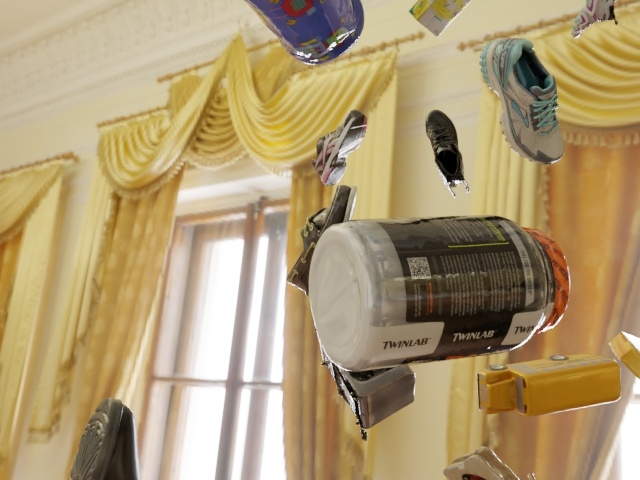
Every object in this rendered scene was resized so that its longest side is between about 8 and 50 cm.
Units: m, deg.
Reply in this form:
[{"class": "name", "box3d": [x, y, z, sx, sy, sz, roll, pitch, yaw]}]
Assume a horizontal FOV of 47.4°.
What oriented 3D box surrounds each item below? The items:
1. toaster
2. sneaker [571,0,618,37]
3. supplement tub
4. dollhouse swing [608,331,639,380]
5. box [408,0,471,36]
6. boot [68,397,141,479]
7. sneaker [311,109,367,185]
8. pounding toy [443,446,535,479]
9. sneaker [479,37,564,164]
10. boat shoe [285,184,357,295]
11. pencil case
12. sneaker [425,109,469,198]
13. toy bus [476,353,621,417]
[{"class": "toaster", "box3d": [0.075, 0.218, 1.248, 0.110, 0.168, 0.186, -25, -34, -11]}, {"class": "sneaker", "box3d": [0.488, -0.390, 1.283, 0.069, 0.038, 0.098, 30, -37, 15]}, {"class": "supplement tub", "box3d": [0.171, 0.068, 1.041, 0.338, 0.207, 0.207, -3, -11, -24]}, {"class": "dollhouse swing", "box3d": [0.536, 0.359, 1.129, 0.305, 0.315, 0.347, 34, 9, 34]}, {"class": "box", "box3d": [0.291, -0.550, 1.625, 0.179, 0.043, 0.105, -44, -31, 21]}, {"class": "boot", "box3d": [-0.270, 0.535, 1.442, 0.445, 0.367, 0.146, 20, -14, -27]}, {"class": "sneaker", "box3d": [0.028, -0.204, 1.537, 0.072, 0.077, 0.178, -13, -39, -50]}, {"class": "pounding toy", "box3d": [0.420, 0.608, 1.714, 0.269, 0.154, 0.155, 44, 22, 19]}, {"class": "sneaker", "box3d": [0.419, -0.273, 1.452, 0.283, 0.110, 0.122, 57, -17, -17]}, {"class": "boat shoe", "box3d": [0.000, 0.000, 1.129, 0.068, 0.081, 0.228, 21, -49, 2]}, {"class": "pencil case", "box3d": [-0.052, -0.313, 0.826, 0.119, 0.133, 0.306, -39, -22, 10]}, {"class": "sneaker", "box3d": [0.215, -0.151, 1.237, 0.051, 0.170, 0.089, -16, -8, 10]}, {"class": "toy bus", "box3d": [0.551, 0.353, 1.771, 0.332, 0.108, 0.130, -5, 6, -19]}]
